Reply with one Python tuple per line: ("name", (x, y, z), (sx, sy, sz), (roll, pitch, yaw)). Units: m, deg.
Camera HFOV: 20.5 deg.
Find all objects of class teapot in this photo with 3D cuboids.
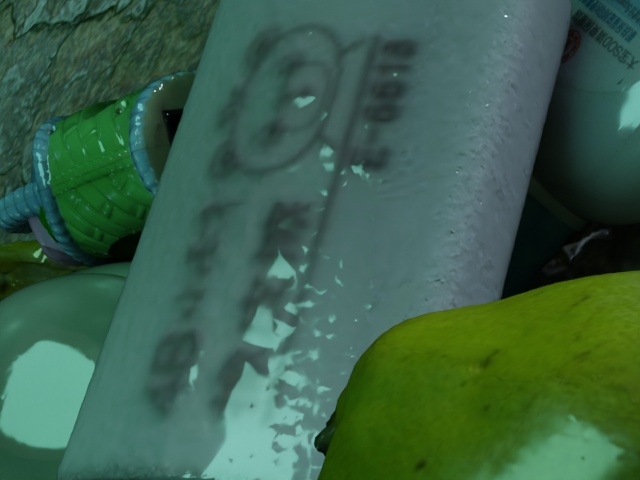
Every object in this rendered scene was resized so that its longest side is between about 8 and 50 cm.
("teapot", (-0.060, 0.101, 0.896), (0.318, 0.149, 0.220), (-7, 63, 19))

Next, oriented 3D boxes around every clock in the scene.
("clock", (-0.082, -0.037, 1.010), (0.195, 0.194, 0.100), (-18, 82, 51))

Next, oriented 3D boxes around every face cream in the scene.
("face cream", (0.158, -0.091, 0.828), (0.336, 0.080, 0.163), (-50, 32, 11))

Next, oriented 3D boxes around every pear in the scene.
("pear", (0.118, 0.113, 0.584), (0.269, 0.212, 0.212), (16, 73, 21))

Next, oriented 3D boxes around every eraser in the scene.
("eraser", (0.000, 0.000, 0.788), (0.174, 0.095, 0.270), (0, 63, 34))

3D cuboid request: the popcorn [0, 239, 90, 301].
("popcorn", (-0.194, 0.071, 1.115), (0.173, 0.142, 0.173), (-173, 90, -68))
